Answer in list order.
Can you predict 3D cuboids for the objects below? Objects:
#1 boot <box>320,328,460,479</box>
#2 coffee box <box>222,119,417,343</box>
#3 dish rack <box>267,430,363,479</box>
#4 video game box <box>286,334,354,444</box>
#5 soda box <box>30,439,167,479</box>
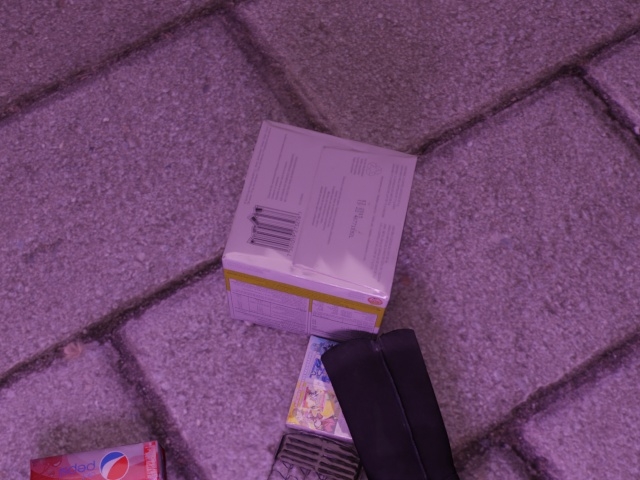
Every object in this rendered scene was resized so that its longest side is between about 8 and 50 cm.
[{"bbox_3d":[0.082,0.400,1.694,0.366,0.146,0.445,-3,58,-21],"label":"boot"},{"bbox_3d":[0.000,0.000,1.875,0.338,0.334,0.338,13,64,4],"label":"coffee box"},{"bbox_3d":[-0.029,0.527,1.771,0.208,0.074,0.272,17,66,7],"label":"dish rack"},{"bbox_3d":[0.041,0.326,1.879,0.187,0.048,0.205,15,65,4],"label":"video game box"},{"bbox_3d":[-0.453,0.479,1.785,0.263,0.092,0.084,-8,64,-3],"label":"soda box"}]
